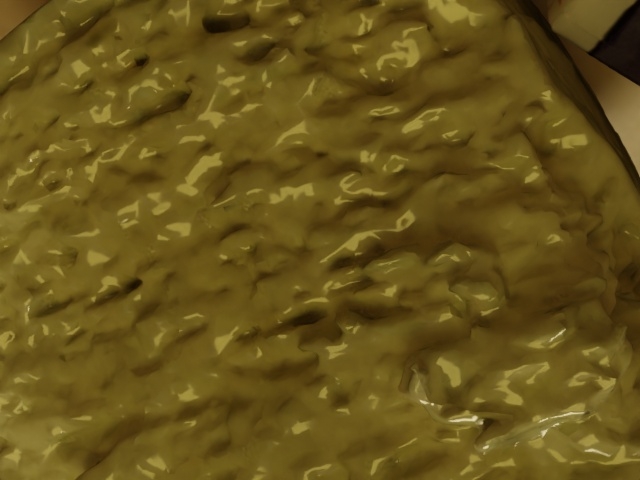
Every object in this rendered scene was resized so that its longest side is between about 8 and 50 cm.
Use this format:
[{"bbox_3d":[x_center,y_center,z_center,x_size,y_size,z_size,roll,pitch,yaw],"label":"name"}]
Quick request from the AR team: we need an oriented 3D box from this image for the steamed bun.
[{"bbox_3d":[0.000,0.000,0.634,0.290,0.273,0.272,-14,98,20],"label":"steamed bun"}]

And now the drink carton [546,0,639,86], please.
[{"bbox_3d":[0.213,-0.099,0.607,0.222,0.102,0.134,28,127,-20],"label":"drink carton"}]
